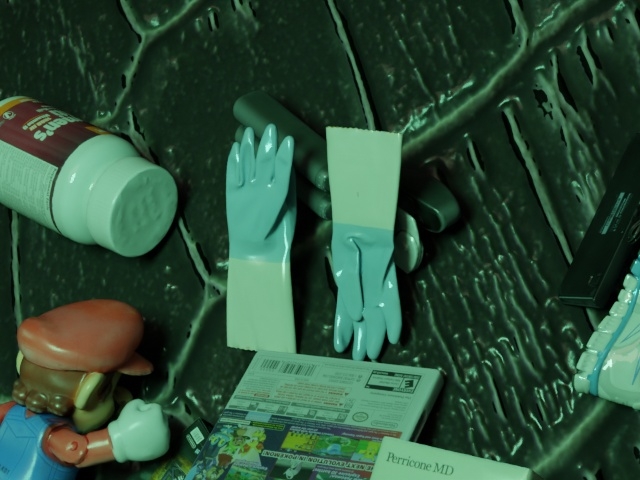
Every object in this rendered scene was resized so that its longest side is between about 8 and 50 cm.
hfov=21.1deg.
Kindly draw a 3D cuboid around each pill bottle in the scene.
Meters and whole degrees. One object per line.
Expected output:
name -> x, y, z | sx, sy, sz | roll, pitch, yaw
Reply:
pill bottle -> -0.263, -0.067, 1.828 | 0.221, 0.121, 0.121 | 24, 80, 34

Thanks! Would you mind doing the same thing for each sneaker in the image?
sneaker -> 0.299, 0.064, 1.509 | 0.083, 0.071, 0.191 | 26, 83, 20

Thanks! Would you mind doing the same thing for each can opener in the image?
can opener -> 0.020, -0.063, 1.718 | 0.093, 0.074, 0.280 | -31, 50, -30

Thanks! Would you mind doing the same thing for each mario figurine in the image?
mario figurine -> -0.254, 0.211, 1.712 | 0.198, 0.170, 0.320 | 26, 86, 7

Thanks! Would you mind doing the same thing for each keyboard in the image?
keyboard -> 0.279, -0.021, 1.552 | 0.180, 0.023, 0.108 | -64, 17, -9

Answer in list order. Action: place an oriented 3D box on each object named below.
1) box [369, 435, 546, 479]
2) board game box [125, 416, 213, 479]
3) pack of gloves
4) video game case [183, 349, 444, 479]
box -> 0.104, 0.302, 1.456 | 0.148, 0.127, 0.232 | 8, 72, 31
board game box -> -0.116, 0.279, 1.646 | 0.126, 0.026, 0.186 | -40, 55, 8
pack of gloves -> 0.000, 0.000, 1.668 | 0.195, 0.046, 0.232 | 7, 103, 28
video game case -> -0.008, 0.183, 1.594 | 0.201, 0.023, 0.183 | 5, 46, 29
